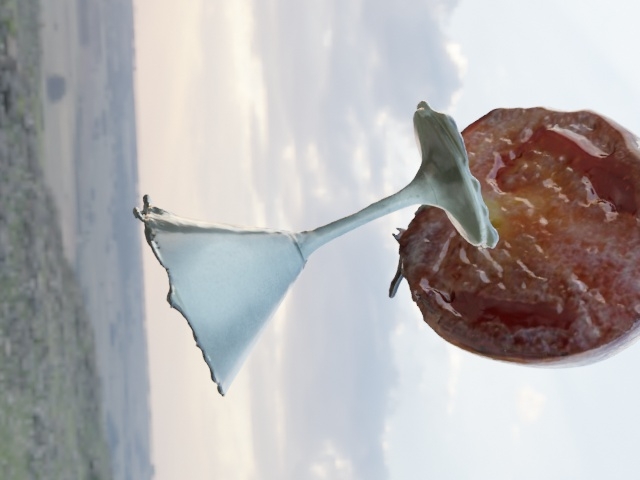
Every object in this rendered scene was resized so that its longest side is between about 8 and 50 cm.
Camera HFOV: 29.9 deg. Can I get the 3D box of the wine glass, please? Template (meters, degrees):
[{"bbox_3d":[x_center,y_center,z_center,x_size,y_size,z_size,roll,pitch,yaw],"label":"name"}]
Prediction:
[{"bbox_3d":[0.000,0.000,0.677,0.122,0.183,0.122,156,-90,-85],"label":"wine glass"}]

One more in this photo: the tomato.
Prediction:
[{"bbox_3d":[0.233,0.019,1.199,0.170,0.309,0.309,57,20,-53],"label":"tomato"}]
